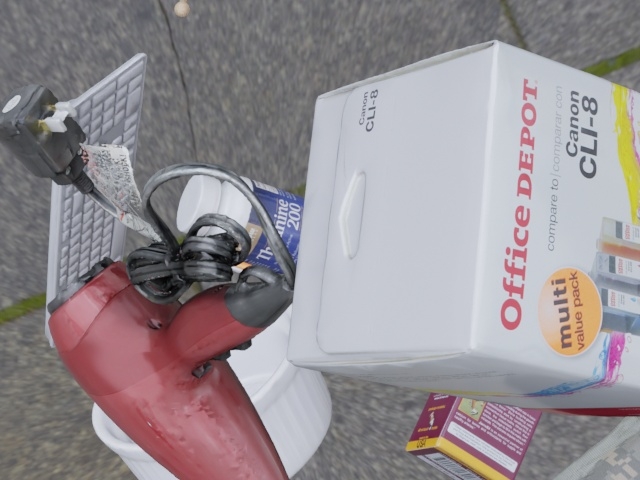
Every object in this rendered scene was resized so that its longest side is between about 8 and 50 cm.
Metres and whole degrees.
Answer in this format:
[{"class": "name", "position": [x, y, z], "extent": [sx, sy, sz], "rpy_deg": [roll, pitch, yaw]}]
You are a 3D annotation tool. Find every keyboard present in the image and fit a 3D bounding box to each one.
[{"class": "keyboard", "position": [-0.151, -0.018, 0.882], "extent": [0.014, 0.256, 0.072], "rpy_deg": [41, 55, 17]}]

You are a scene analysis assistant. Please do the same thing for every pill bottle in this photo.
[{"class": "pill bottle", "position": [-0.053, -0.014, 1.083], "extent": [0.120, 0.067, 0.067], "rpy_deg": [18, 83, -23]}]

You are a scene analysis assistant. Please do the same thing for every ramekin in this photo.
[{"class": "ramekin", "position": [-0.120, 0.199, 1.597], "extent": [0.277, 0.277, 0.135], "rpy_deg": [-31, 117, -5]}]

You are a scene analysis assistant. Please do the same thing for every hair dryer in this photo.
[{"class": "hair dryer", "position": [-0.083, 0.061, 0.742], "extent": [0.080, 0.223, 0.293], "rpy_deg": [-39, 132, -22]}]

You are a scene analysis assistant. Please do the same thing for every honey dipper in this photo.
[{"class": "honey dipper", "position": [-0.164, -0.301, 1.603], "extent": [0.030, 0.161, 0.030], "rpy_deg": [0, 118, 0]}]

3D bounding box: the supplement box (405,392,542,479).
[{"class": "supplement box", "position": [0.189, 0.177, 1.497], "extent": [0.104, 0.081, 0.188], "rpy_deg": [33, 67, -14]}]

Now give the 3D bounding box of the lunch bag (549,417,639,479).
[{"class": "lunch bag", "position": [0.263, 0.309, 0.998], "extent": [0.169, 0.287, 0.235], "rpy_deg": [-34, 56, -16]}]

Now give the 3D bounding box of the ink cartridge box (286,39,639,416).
[{"class": "ink cartridge box", "position": [0.094, 0.005, 0.589], "extent": [0.176, 0.127, 0.128], "rpy_deg": [13, 77, -33]}]

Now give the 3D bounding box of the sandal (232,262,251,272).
[{"class": "sandal", "position": [0.000, -0.011, 1.745], "extent": [0.265, 0.076, 0.102], "rpy_deg": [-3, 86, -4]}]
